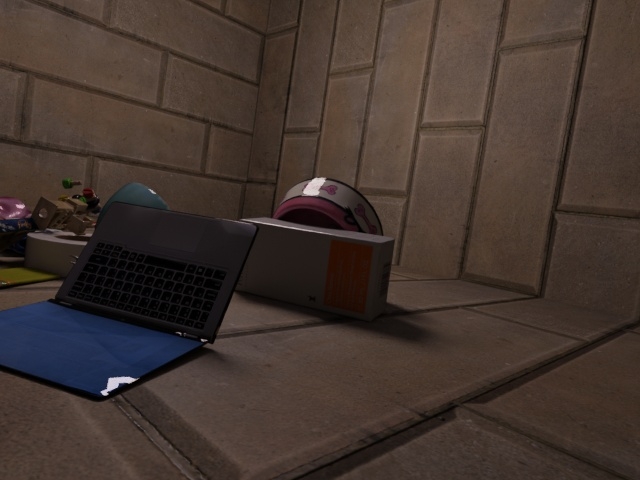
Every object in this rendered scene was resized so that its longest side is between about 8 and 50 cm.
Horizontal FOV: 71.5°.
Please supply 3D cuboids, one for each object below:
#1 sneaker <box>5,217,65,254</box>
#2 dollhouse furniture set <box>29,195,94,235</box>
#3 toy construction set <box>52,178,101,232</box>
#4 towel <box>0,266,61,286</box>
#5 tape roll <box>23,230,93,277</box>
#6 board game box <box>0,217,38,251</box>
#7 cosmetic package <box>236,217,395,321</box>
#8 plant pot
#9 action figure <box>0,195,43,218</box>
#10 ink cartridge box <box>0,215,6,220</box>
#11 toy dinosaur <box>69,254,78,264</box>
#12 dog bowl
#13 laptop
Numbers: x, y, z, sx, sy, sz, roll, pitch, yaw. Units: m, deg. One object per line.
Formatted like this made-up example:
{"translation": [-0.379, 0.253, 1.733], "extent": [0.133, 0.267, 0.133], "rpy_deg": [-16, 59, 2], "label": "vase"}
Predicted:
{"translation": [-0.982, -0.011, 1.459], "extent": [0.296, 0.112, 0.131], "rpy_deg": [7, 4, -2], "label": "sneaker"}
{"translation": [-0.790, -0.054, 1.427], "extent": [0.161, 0.101, 0.182], "rpy_deg": [31, 4, 3], "label": "dollhouse furniture set"}
{"translation": [-0.956, -0.064, 1.677], "extent": [0.237, 0.257, 0.309], "rpy_deg": [-5, -8, -5], "label": "toy construction set"}
{"translation": [-0.763, 0.093, 1.085], "extent": [0.102, 0.021, 0.237], "rpy_deg": [14, 4, 9], "label": "towel"}
{"translation": [-0.725, 0.040, 1.346], "extent": [0.286, 0.100, 0.286], "rpy_deg": [7, 4, 0], "label": "tape roll"}
{"translation": [-0.930, -0.001, 1.222], "extent": [0.165, 0.042, 0.243], "rpy_deg": [-30, 4, 3], "label": "board game box"}
{"translation": [-0.026, 0.073, 1.343], "extent": [0.453, 0.230, 0.161], "rpy_deg": [9, 8, 23], "label": "cosmetic package"}
{"translation": [-0.697, -0.040, 1.628], "extent": [0.290, 0.290, 0.195], "rpy_deg": [10, 37, 29], "label": "plant pot"}
{"translation": [-1.256, -0.070, 1.594], "extent": [0.276, 0.248, 0.370], "rpy_deg": [35, 1, -4], "label": "action figure"}
{"translation": [-1.124, -0.121, 1.264], "extent": [0.272, 0.130, 0.309], "rpy_deg": [29, -17, 8], "label": "ink cartridge box"}
{"translation": [-0.422, 0.115, 0.997], "extent": [0.160, 0.121, 0.313], "rpy_deg": [-20, 35, -39], "label": "toy dinosaur"}
{"translation": [0.000, 0.000, 1.527], "extent": [0.408, 0.408, 0.150], "rpy_deg": [10, 32, 23], "label": "dog bowl"}
{"translation": [-0.381, 0.059, 0.809], "extent": [0.382, 0.408, 0.236], "rpy_deg": [10, -27, 17], "label": "laptop"}
